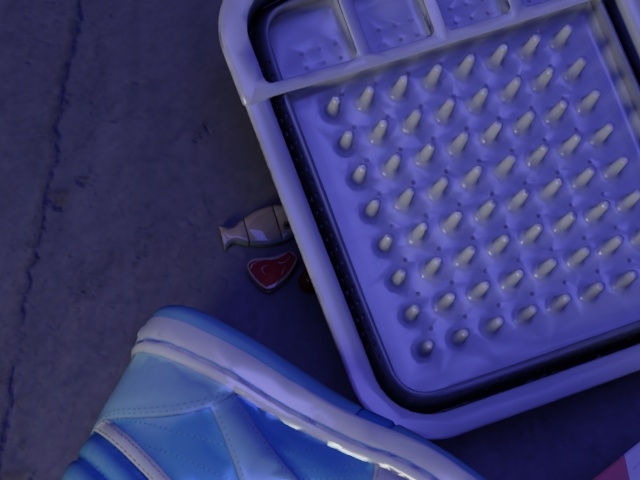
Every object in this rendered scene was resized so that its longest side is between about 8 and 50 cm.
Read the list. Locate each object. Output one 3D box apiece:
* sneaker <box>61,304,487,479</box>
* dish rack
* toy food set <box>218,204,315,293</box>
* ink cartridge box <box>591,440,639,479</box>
[{"bbox_3d":[-0.021,0.198,1.113,0.319,0.127,0.208,29,68,18],"label":"sneaker"},{"bbox_3d":[0.104,-0.051,1.220,0.285,0.072,0.333,-18,78,-14],"label":"dish rack"},{"bbox_3d":[0.000,0.000,1.242,0.122,0.019,0.078,-21,72,-11],"label":"toy food set"},{"bbox_3d":[0.245,0.217,1.148,0.115,0.067,0.198,-36,74,-15],"label":"ink cartridge box"}]
